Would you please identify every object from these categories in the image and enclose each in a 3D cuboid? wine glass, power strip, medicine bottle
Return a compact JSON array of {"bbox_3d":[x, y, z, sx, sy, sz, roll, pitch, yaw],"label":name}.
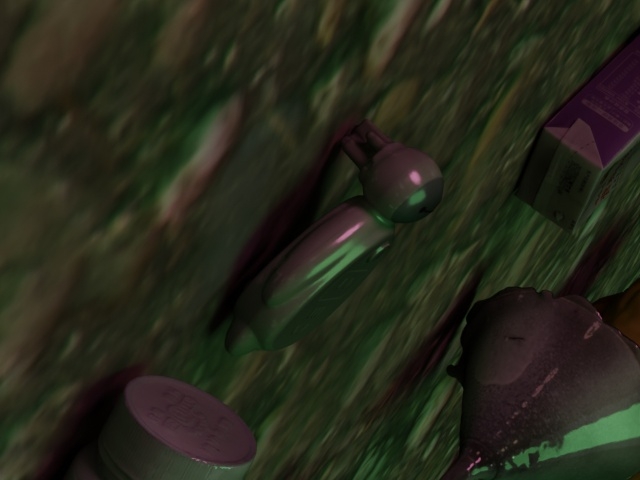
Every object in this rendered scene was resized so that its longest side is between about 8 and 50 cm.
[{"bbox_3d":[0.067,0.112,0.758,0.183,0.122,0.122,-37,156,-41],"label":"wine glass"},{"bbox_3d":[0.000,0.000,0.490,0.083,0.035,0.055,-45,167,14],"label":"power strip"},{"bbox_3d":[-0.054,0.082,0.449,0.083,0.047,0.047,-62,163,19],"label":"medicine bottle"}]

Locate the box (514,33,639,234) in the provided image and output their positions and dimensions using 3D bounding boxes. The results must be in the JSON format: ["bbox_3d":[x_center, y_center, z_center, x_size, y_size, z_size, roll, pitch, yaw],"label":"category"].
[{"bbox_3d":[0.140,-0.056,0.768,0.117,0.036,0.051,-41,159,-39],"label":"box"}]

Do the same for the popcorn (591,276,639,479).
[{"bbox_3d":[0.228,0.115,1.128,0.253,0.191,0.190,-50,130,-24],"label":"popcorn"}]
